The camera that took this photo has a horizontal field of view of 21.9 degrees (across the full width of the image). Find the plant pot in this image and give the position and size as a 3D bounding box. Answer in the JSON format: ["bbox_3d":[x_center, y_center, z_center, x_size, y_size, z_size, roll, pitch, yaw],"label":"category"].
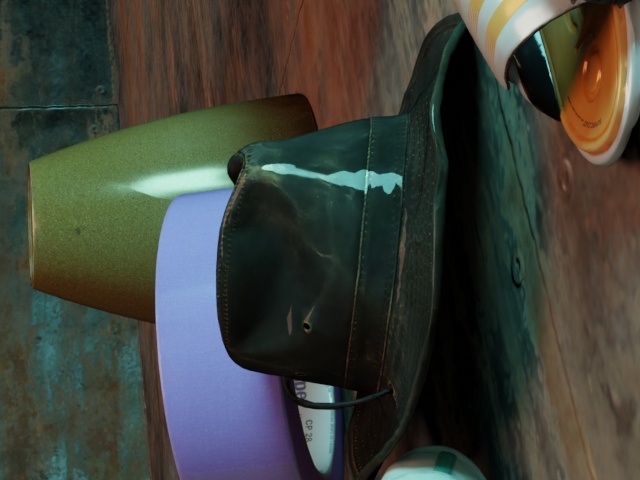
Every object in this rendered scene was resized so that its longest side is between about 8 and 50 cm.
[{"bbox_3d":[-0.142,-0.019,1.534,0.237,0.254,0.237,179,90,-79],"label":"plant pot"}]

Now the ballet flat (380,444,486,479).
[{"bbox_3d":[0.050,0.302,1.041,0.139,0.139,0.400,-113,29,-60],"label":"ballet flat"}]

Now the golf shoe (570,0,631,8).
[{"bbox_3d":[0.119,-0.203,0.714,0.094,0.077,0.198,149,118,-76],"label":"golf shoe"}]

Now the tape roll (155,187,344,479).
[{"bbox_3d":[-0.049,0.094,1.283,0.275,0.090,0.274,-7,-90,-82],"label":"tape roll"}]

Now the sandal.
[{"bbox_3d":[0.097,-0.144,0.823,0.102,0.076,0.265,104,161,-51],"label":"sandal"}]

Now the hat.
[{"bbox_3d":[0.000,0.000,1.054,0.331,0.134,0.331,-169,90,-88],"label":"hat"}]
